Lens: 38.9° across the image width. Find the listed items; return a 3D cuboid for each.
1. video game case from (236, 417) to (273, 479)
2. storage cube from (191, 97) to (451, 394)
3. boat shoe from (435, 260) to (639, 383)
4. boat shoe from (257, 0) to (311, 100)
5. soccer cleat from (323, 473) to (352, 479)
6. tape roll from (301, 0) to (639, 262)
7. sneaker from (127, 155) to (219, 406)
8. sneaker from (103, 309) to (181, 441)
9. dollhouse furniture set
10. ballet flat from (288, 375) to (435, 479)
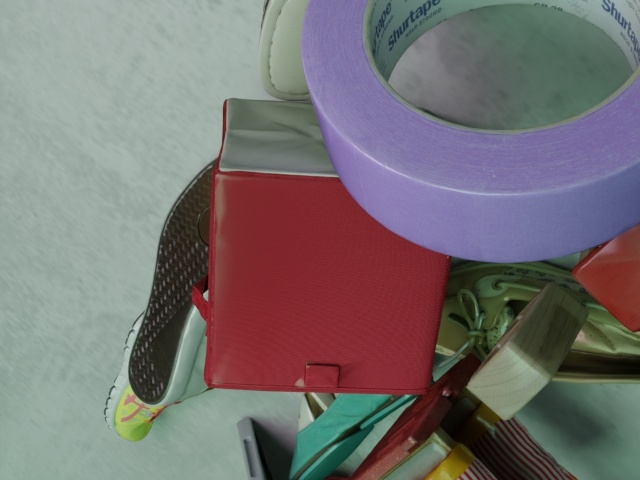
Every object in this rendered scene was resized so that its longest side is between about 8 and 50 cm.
[{"bbox_3d":[-0.053,0.327,1.052,0.022,0.173,0.190,-19,111,-4],"label":"video game case"},{"bbox_3d":[0.000,0.000,0.774,0.215,0.183,0.193,4,116,-4],"label":"storage cube"},{"bbox_3d":[0.201,0.078,0.815,0.285,0.089,0.104,-4,115,30],"label":"boat shoe"},{"bbox_3d":[0.021,-0.254,0.722,0.324,0.116,0.096,117,143,-45],"label":"boat shoe"},{"bbox_3d":[0.078,0.302,1.001,0.248,0.095,0.083,-13,112,34],"label":"soccer cleat"},{"bbox_3d":[0.129,-0.125,0.624,0.275,0.275,0.090,17,156,19],"label":"tape roll"},{"bbox_3d":[-0.109,0.039,0.969,0.106,0.123,0.290,35,110,33],"label":"sneaker"},{"bbox_3d":[-0.194,0.176,1.085,0.094,0.081,0.208,27,125,9],"label":"sneaker"},{"bbox_3d":[0.204,0.145,0.700,0.201,0.152,0.374,44,127,7],"label":"dollhouse furniture set"},{"bbox_3d":[0.028,0.179,0.982,0.247,0.083,0.087,-49,64,37],"label":"ballet flat"}]
